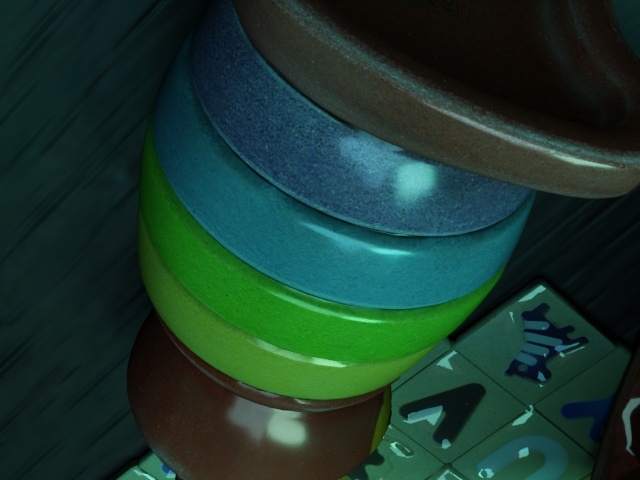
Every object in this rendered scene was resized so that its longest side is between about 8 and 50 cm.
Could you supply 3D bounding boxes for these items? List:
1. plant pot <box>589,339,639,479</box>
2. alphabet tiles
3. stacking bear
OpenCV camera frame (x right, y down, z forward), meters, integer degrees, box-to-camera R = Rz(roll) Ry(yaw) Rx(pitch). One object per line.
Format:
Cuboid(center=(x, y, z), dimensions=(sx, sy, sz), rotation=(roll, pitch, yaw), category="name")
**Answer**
Cuboid(center=(0.262, 0.155, 0.634), dimensions=(0.265, 0.272, 0.272), rotation=(15, 125, -1), category="plant pot")
Cuboid(center=(0.046, 0.163, 0.837), dimensions=(0.285, 0.011, 0.342), rotation=(39, 118, -25), category="alphabet tiles")
Cuboid(center=(0.000, 0.000, 0.635), dimensions=(0.164, 0.175, 0.289), rotation=(14, 133, -12), category="stacking bear")
